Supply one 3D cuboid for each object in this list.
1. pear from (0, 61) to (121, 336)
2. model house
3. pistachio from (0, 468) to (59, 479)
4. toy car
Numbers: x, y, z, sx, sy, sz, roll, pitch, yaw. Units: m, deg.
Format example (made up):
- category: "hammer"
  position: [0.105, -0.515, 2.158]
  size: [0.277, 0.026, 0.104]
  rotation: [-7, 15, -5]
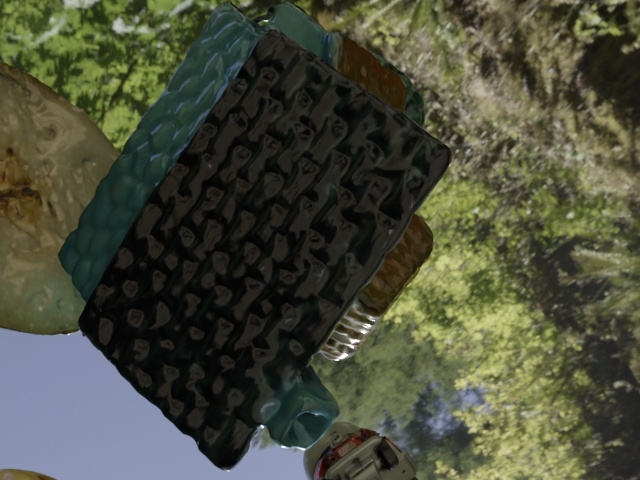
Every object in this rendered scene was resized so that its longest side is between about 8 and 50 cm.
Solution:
- category: "pear"
  position: [-0.286, -0.015, 0.682]
  size: [0.267, 0.178, 0.267]
  rotation: [34, -136, -41]
- category: "model house"
  position: [0.000, 0.000, 0.556]
  size: [0.226, 0.241, 0.261]
  rotation: [28, -80, -36]
- category: "pistachio"
  position: [-0.252, 0.342, 0.695]
  size: [0.238, 0.229, 0.321]
  rotation: [-51, -126, 9]
- category: "toy car"
  position: [0.030, 0.234, 0.840]
  size: [0.112, 0.139, 0.112]
  rotation: [-32, -140, -15]
